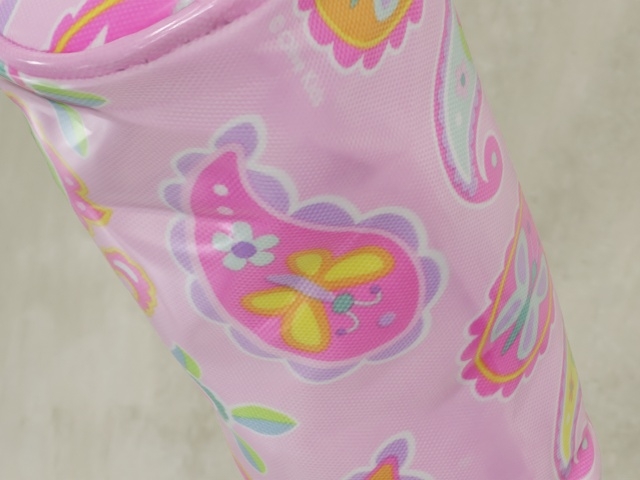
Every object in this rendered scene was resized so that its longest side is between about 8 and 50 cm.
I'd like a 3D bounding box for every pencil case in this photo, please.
[{"bbox_3d":[0.000,0.000,0.470,0.124,0.284,0.124,-15,43,15],"label":"pencil case"}]
